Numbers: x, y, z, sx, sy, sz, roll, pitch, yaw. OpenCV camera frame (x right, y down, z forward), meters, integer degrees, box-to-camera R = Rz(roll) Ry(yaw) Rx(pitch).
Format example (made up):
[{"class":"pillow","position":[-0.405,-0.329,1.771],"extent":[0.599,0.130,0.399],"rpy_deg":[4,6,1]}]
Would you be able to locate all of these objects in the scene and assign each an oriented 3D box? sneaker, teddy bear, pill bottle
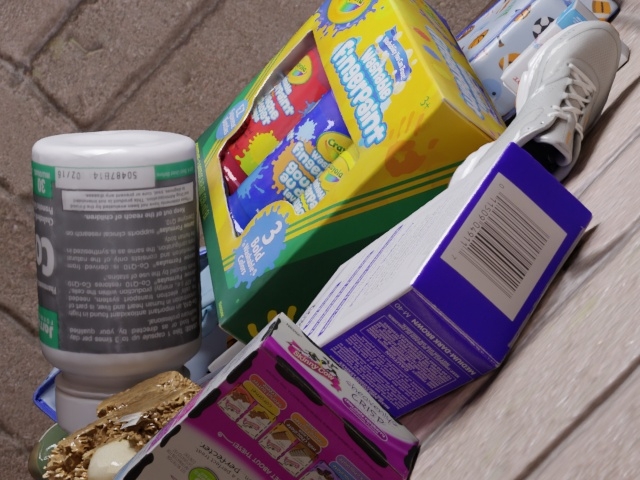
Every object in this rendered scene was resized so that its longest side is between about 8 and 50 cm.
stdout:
[{"class":"sneaker","position":[-0.307,0.252,2.059],"extent":[0.192,0.064,0.086],"rpy_deg":[-37,4,-42]},{"class":"sneaker","position":[0.242,-0.116,1.554],"extent":[0.262,0.099,0.121],"rpy_deg":[-56,15,-11]},{"class":"teddy bear","position":[-0.174,0.230,1.671],"extent":[0.245,0.113,0.338],"rpy_deg":[-25,7,-21]},{"class":"pill bottle","position":[-0.250,0.051,1.899],"extent":[0.204,0.204,0.361],"rpy_deg":[-81,-9,-80]}]

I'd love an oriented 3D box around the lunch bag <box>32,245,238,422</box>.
[{"class":"lunch bag","position":[-0.226,0.159,2.346],"extent":[0.385,0.239,0.328],"rpy_deg":[-51,4,-6]}]

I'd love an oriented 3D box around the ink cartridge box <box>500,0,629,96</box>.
[{"class":"ink cartridge box","position":[0.284,-0.205,1.773],"extent":[0.122,0.088,0.052],"rpy_deg":[-45,7,25]}]

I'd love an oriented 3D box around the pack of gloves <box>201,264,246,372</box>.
[{"class":"pack of gloves","position":[-0.097,0.087,2.121],"extent":[0.232,0.195,0.046],"rpy_deg":[-45,-25,13]}]

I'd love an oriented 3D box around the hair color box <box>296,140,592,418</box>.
[{"class":"hair color box","position":[0.081,0.064,1.381],"extent":[0.185,0.110,0.339],"rpy_deg":[-52,9,-31]}]

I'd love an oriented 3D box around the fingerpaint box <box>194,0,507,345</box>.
[{"class":"fingerpaint box","position":[0.026,-0.100,1.870],"extent":[0.371,0.163,0.445],"rpy_deg":[-45,28,17]}]

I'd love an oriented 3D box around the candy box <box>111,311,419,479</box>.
[{"class":"candy box","position":[-0.056,0.193,1.245],"extent":[0.233,0.159,0.071],"rpy_deg":[-44,5,25]}]

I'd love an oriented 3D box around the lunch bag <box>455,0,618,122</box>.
[{"class":"lunch bag","position":[0.266,-0.275,2.147],"extent":[0.303,0.115,0.243],"rpy_deg":[-40,13,9]}]

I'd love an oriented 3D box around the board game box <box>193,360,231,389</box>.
[{"class":"board game box","position":[-0.248,0.307,1.999],"extent":[0.318,0.066,0.318],"rpy_deg":[-31,10,16]}]
